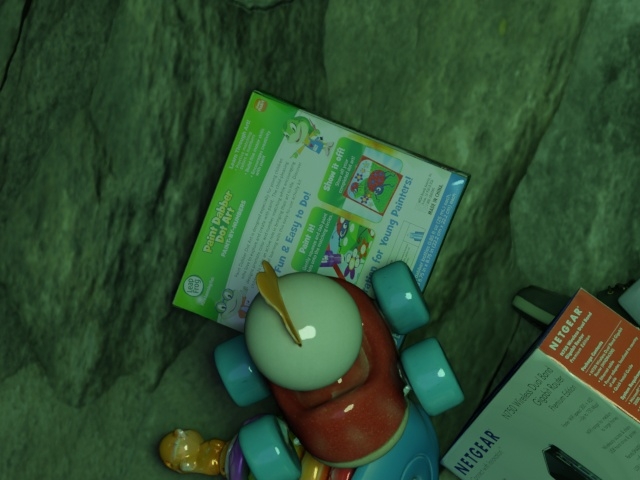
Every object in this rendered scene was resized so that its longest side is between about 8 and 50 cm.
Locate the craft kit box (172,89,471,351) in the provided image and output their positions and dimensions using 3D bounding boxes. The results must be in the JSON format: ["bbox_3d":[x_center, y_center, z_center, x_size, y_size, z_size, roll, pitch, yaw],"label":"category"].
[{"bbox_3d":[0.000,0.000,1.880,0.247,0.061,0.249,23,99,5],"label":"craft kit box"}]

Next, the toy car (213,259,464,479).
[{"bbox_3d":[-0.012,0.086,1.716,0.219,0.238,0.210,-25,49,5],"label":"toy car"}]

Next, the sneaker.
[{"bbox_3d":[0.315,0.063,1.823,0.222,0.083,0.118,19,82,13],"label":"sneaker"}]

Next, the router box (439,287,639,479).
[{"bbox_3d":[0.298,0.224,1.716,0.301,0.335,0.082,36,63,6],"label":"router box"}]

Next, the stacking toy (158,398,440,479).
[{"bbox_3d":[-0.038,0.244,1.875,0.302,0.165,0.175,8,136,26],"label":"stacking toy"}]

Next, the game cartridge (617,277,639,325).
[{"bbox_3d":[0.478,0.114,1.687,0.230,0.068,0.355,-44,74,8],"label":"game cartridge"}]
